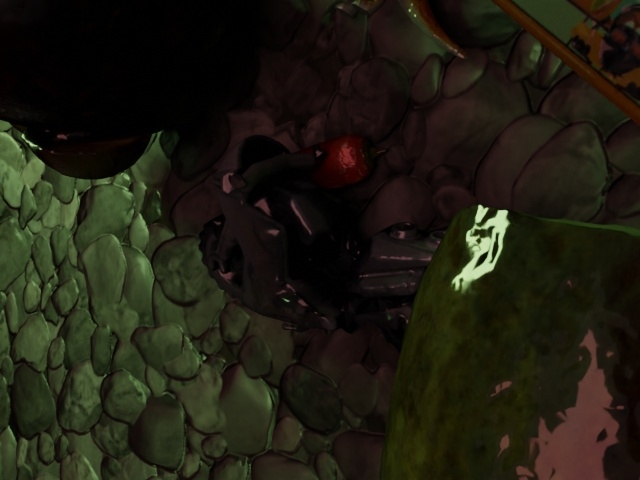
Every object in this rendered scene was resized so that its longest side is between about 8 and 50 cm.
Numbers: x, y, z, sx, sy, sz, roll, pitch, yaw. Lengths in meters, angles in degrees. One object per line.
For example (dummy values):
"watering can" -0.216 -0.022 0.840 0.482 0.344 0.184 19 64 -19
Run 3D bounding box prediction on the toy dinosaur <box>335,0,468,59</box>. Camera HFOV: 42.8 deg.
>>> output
"toy dinosaur" 0.066 -0.227 0.668 0.187 0.044 0.106 31 93 34

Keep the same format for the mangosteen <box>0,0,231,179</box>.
"mangosteen" -0.236 -0.218 0.746 0.300 0.300 0.300 0 90 37

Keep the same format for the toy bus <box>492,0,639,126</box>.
"toy bus" 0.210 -0.137 0.525 0.409 0.093 0.092 51 123 26

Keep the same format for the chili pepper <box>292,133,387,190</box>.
"chili pepper" -0.019 -0.062 0.735 0.178 0.027 0.045 -10 84 38

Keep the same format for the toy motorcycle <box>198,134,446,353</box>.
"toy motorcycle" 0.000 0.000 0.657 0.270 0.106 0.159 13 117 36

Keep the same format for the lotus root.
"lotus root" 0.149 0.161 0.475 0.251 0.250 0.346 4 87 37
